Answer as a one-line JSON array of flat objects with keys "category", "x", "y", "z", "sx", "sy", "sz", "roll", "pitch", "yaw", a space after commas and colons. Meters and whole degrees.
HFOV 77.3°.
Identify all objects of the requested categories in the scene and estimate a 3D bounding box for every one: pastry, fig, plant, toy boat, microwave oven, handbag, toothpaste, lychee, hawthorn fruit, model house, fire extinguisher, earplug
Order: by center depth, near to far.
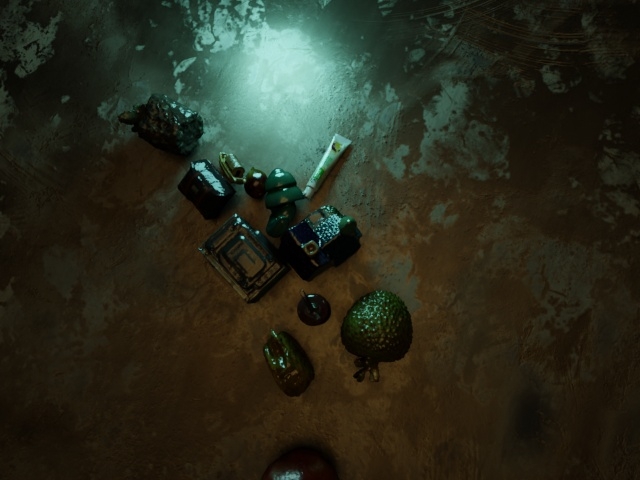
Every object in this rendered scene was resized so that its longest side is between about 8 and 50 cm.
[{"category": "hawthorn fruit", "x": -0.093, "y": 0.892, "z": 1.384, "sx": 0.285, "sy": 0.369, "sz": 0.284, "roll": -6, "pitch": 74, "yaw": 21}, {"category": "fire extinguisher", "x": -0.026, "y": 0.249, "z": 1.474, "sx": 0.114, "sy": 0.337, "sz": 0.135, "roll": -32, "pitch": 80, "yaw": -3}, {"category": "lychee", "x": 0.207, "y": 0.342, "z": 1.491, "sx": 0.270, "sy": 0.270, "sz": 0.320, "roll": 25, "pitch": 46, "yaw": 7}, {"category": "pastry", "x": -0.128, "y": 0.467, "z": 1.503, "sx": 0.132, "sy": 0.235, "sz": 0.240, "roll": -39, "pitch": 66, "yaw": 1}, {"category": "model house", "x": 0.001, "y": 0.002, "z": 1.543, "sx": 0.298, "sy": 0.284, "sz": 0.243, "roll": -38, "pitch": 86, "yaw": -2}, {"category": "earplug", "x": -0.164, "y": -0.152, "z": 1.585, "sx": 0.164, "sy": 0.257, "sz": 0.280, "roll": -14, "pitch": 88, "yaw": 26}, {"category": "microwave oven", "x": -0.299, "y": 0.073, "z": 1.596, "sx": 0.237, "sy": 0.181, "sz": 0.295, "roll": -44, "pitch": 81, "yaw": -2}, {"category": "handbag", "x": -0.474, "y": -0.208, "z": 1.656, "sx": 0.215, "sy": 0.155, "sz": 0.169, "roll": 48, "pitch": 128, "yaw": 10}, {"category": "toy boat", "x": -0.369, "y": -0.308, "z": 1.669, "sx": 0.226, "sy": 0.068, "sz": 0.088, "roll": 55, "pitch": 130, "yaw": 39}, {"category": "fig", "x": -0.275, "y": -0.252, "z": 1.686, "sx": 0.109, "sy": 0.103, "sz": 0.154, "roll": -34, "pitch": 53, "yaw": 10}, {"category": "plant", "x": -0.675, "y": -0.498, "z": 1.686, "sx": 0.312, "sy": 0.215, "sz": 0.213, "roll": 26, "pitch": 88, "yaw": 10}, {"category": "toothpaste", "x": 0.020, "y": -0.311, "z": 1.699, "sx": 0.058, "sy": 0.056, "sz": 0.314, "roll": 36, "pitch": 80, "yaw": -32}]
